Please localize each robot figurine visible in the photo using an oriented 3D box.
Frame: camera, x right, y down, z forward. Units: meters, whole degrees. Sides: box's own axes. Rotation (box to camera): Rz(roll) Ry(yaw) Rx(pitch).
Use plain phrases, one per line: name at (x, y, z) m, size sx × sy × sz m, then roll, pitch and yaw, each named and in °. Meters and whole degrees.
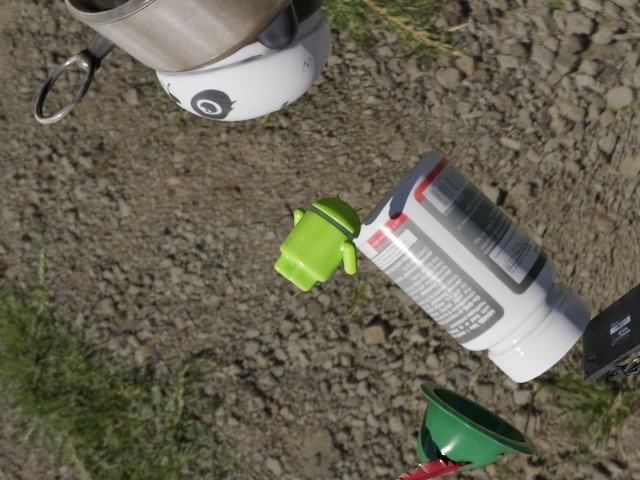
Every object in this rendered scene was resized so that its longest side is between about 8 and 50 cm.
robot figurine at (-0.094, -0.241, 0.732) m, size 0.173 × 0.209 × 0.278 m, roll -8°, pitch 118°, yaw 18°
robot figurine at (0.000, 0.000, 0.959) m, size 0.101 × 0.067 × 0.115 m, roll 33°, pitch 85°, yaw 40°

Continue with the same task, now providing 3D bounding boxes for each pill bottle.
pill bottle at (0.191, 0.036, 1.068) m, size 0.283 × 0.161 × 0.161 m, roll 44°, pitch 116°, yaw -1°

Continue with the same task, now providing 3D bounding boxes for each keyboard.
keyboard at (0.366, 0.118, 1.003) m, size 0.023 × 0.108 × 0.180 m, roll 14°, pitch 149°, yaw -8°

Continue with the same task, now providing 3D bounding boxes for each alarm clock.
alarm clock at (-0.066, -0.126, 0.381) m, size 0.192 × 0.064 × 0.129 m, roll -46°, pitch 45°, yaw 8°

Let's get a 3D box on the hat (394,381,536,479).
hat at (0.169, 0.317, 1.181) m, size 0.208 × 0.173 × 0.183 m, roll 27°, pitch 94°, yaw -7°
